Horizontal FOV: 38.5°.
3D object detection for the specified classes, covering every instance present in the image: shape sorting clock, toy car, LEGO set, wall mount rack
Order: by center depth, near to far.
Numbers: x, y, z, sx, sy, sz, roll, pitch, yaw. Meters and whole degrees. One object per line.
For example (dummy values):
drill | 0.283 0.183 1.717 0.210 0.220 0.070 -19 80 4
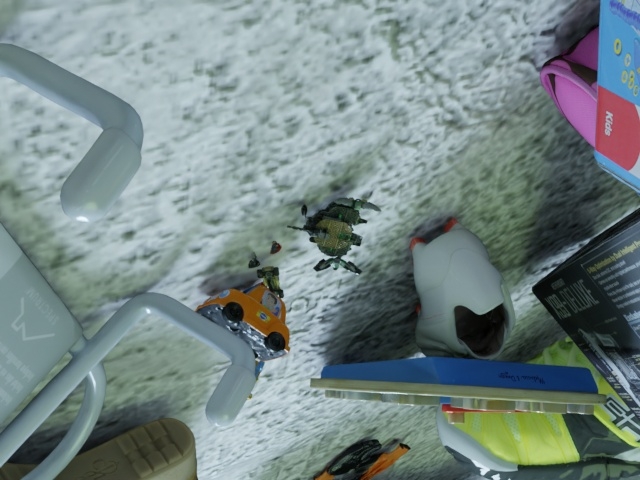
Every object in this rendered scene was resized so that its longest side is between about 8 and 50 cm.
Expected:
wall mount rack | -0.165 0.100 0.361 0.304 0.130 0.350 -51 154 -21
LEGO set | -0.002 -0.001 0.528 0.083 0.023 0.054 -16 119 9
toy car | -0.052 0.059 0.575 0.040 0.060 0.122 -64 -175 -30
shape sorting clock | 0.095 0.109 0.649 0.206 0.040 0.206 1 168 0

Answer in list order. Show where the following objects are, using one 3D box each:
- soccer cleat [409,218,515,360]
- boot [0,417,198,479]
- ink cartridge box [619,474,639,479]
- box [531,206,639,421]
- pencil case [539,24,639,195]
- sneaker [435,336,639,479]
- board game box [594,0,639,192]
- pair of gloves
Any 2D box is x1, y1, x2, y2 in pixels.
soccer cleat | 0.103 0.061 0.648 0.068 0.076 0.196 -29 148 -3
boot | -0.199 0.219 0.606 0.248 0.090 0.207 -12 142 -33
ink cartridge box | 0.305 0.305 1.078 0.093 0.154 0.212 -23 147 -14
box | 0.268 0.078 0.557 0.076 0.242 0.307 -37 171 -8
pencil case | 0.225 -0.115 0.477 0.209 0.095 0.098 -37 -178 5
sneaker | 0.284 0.104 0.791 0.385 0.145 0.147 -14 117 8
board game box | 0.251 -0.186 0.323 0.302 0.086 0.308 -21 127 -15
pair of gloves | 0.040 0.211 0.868 0.074 0.010 0.083 -41 144 18
